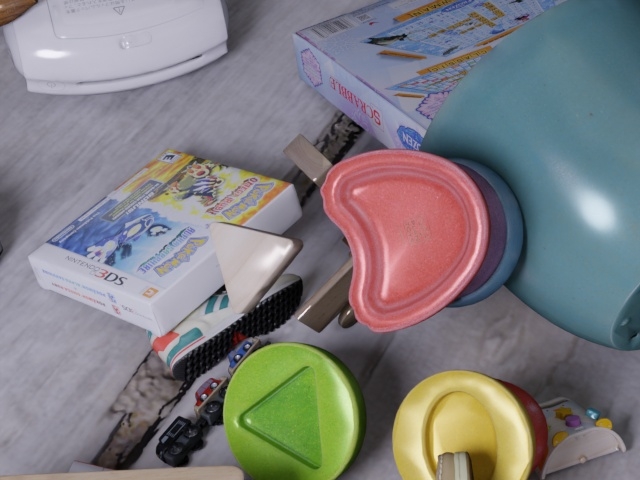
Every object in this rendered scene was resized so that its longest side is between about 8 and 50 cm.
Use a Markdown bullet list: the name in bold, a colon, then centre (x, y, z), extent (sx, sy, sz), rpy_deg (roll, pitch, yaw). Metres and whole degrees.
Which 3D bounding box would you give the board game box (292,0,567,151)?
- **board game box**: centre (0.184, -0.195, 1.554), extent (0.319, 0.065, 0.318), rpy_deg (-23, 38, -19)

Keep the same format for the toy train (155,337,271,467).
- **toy train**: centre (-0.097, 0.145, 1.305), extent (0.036, 0.027, 0.158), rpy_deg (18, 49, 32)

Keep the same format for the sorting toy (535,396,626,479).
- **sorting toy**: centre (0.217, 0.166, 1.274), extent (0.083, 0.044, 0.075), rpy_deg (-16, 29, -13)

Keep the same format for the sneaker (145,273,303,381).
- **sneaker**: centre (-0.093, 0.064, 1.359), extent (0.161, 0.057, 0.075), rpy_deg (-33, 58, -23)

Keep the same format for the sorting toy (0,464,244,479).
- **sorting toy**: centre (-0.181, 0.310, 1.076), extent (0.257, 0.089, 0.255), rpy_deg (-3, 59, 0)

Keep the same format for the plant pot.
- **plant pot**: centre (0.272, -0.042, 1.310), extent (0.293, 0.293, 0.235), rpy_deg (-24, 58, -20)

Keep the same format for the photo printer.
- **photo printer**: centre (-0.249, -0.307, 1.649), extent (0.256, 0.107, 0.307), rpy_deg (-13, 63, -11)

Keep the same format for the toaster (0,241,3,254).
- **toaster**: centre (-0.427, 0.019, 1.375), extent (0.168, 0.110, 0.185), rpy_deg (15, 49, 16)

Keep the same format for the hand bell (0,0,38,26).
- **hand bell**: centre (-0.420, -0.225, 1.553), extent (0.242, 0.126, 0.126), rpy_deg (-17, 46, 9)

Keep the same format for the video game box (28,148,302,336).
- **video game box**: centre (-0.152, -0.004, 1.402), extent (0.187, 0.048, 0.205), rpy_deg (19, 48, 38)

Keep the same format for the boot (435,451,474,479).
- **boot**: centre (0.034, 0.260, 1.115), extent (0.165, 0.077, 0.213), rpy_deg (8, 79, 13)

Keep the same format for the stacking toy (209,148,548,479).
- **stacking toy**: centre (0.059, 0.083, 1.250), extent (0.280, 0.130, 0.308), rpy_deg (-9, 86, 26)

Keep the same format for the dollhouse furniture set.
- **dollhouse furniture set**: centre (0.000, 0.000, 1.379), extent (0.123, 0.144, 0.151), rpy_deg (-46, 64, 3)

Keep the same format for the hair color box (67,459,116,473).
- **hair color box**: centre (-0.154, 0.239, 1.203), extent (0.141, 0.043, 0.072), rpy_deg (12, 48, 11)
